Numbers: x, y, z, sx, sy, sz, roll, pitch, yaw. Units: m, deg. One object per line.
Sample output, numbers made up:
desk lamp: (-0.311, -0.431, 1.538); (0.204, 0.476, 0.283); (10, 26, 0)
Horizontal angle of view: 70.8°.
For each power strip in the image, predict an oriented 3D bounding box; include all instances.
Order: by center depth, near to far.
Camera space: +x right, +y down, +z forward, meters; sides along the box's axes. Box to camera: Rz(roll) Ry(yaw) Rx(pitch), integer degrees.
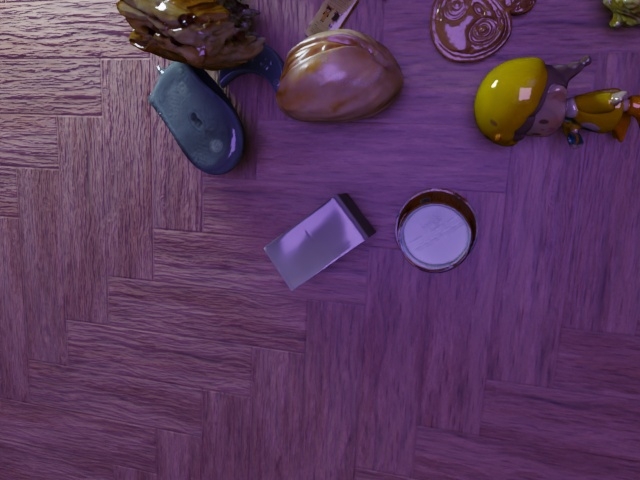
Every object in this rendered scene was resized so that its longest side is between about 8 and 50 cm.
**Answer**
power strip: (-0.164, -0.457, 1.212); (0.216, 0.044, 0.137); (14, 101, 12)

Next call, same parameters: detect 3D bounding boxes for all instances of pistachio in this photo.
pistachio: (0.042, -0.387, 1.092); (0.309, 0.230, 0.229); (-5, 97, 18)

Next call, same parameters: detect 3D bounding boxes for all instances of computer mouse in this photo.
computer mouse: (-0.324, -0.339, 1.230); (0.188, 0.122, 0.371); (-42, 81, 20)

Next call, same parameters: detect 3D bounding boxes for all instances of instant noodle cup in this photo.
instant noodle cup: (0.281, -0.017, 1.103); (0.216, 0.172, 0.215); (2, 99, 15)

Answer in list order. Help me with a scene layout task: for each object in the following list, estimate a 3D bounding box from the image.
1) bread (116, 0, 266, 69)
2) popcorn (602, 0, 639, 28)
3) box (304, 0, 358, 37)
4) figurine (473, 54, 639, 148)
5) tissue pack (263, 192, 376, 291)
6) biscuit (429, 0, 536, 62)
bread: (-0.294, -0.528, 1.098); (0.370, 0.314, 0.191); (36, 134, 18)
popcorn: (0.697, -0.540, 0.923); (0.188, 0.185, 0.167); (-17, 112, 7)
box: (0.029, -0.576, 1.159); (0.073, 0.020, 0.149); (39, 105, 6)
figurine: (0.517, -0.289, 0.995); (0.344, 0.215, 0.187); (10, 69, 5)
tissue pack: (0.000, 0.000, 1.183); (0.246, 0.159, 0.136); (-35, 88, 17)
biscuit: (0.391, -0.559, 1.065); (0.289, 0.044, 0.202); (-41, 87, 18)
